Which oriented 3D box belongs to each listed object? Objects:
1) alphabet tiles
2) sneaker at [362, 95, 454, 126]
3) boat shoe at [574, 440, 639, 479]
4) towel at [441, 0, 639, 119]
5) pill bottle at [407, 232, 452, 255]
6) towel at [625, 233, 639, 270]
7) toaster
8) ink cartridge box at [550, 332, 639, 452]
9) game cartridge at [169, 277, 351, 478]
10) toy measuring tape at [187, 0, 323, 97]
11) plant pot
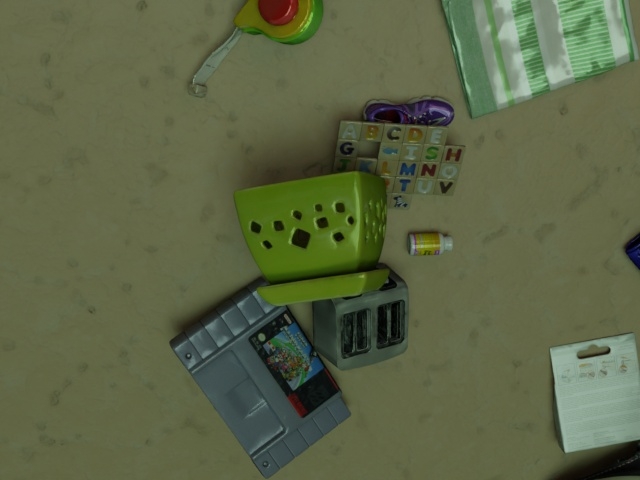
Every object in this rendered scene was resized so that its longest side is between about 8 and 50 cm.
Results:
[{"bbox_3d":[0.141,-0.134,1.664,0.237,0.009,0.198,3,133,-6],"label":"alphabet tiles"},{"bbox_3d":[0.163,-0.221,1.639,0.170,0.071,0.068,-4,112,-5],"label":"sneaker"},{"bbox_3d":[0.735,0.523,1.946,0.500,0.156,0.187,-19,117,15],"label":"boat shoe"},{"bbox_3d":[0.397,-0.383,1.616,0.324,0.038,0.248,-19,113,2],"label":"towel"},{"bbox_3d":[0.213,0.007,1.747,0.083,0.043,0.043,-2,111,-4],"label":"pill bottle"},{"bbox_3d":[0.788,0.055,1.803,0.227,0.076,0.308,-41,109,11],"label":"towel"},{"bbox_3d":[0.073,0.152,1.732,0.168,0.110,0.186,-11,114,-24],"label":"toaster"},{"bbox_3d":[0.587,0.321,1.914,0.189,0.066,0.232,-10,91,-1],"label":"ink cartridge box"},{"bbox_3d":[-0.109,0.274,1.782,0.230,0.068,0.355,-34,111,-7],"label":"game cartridge"},{"bbox_3d":[-0.093,-0.346,1.542,0.121,0.121,0.330,37,108,-17],"label":"toy measuring tape"},{"bbox_3d":[0.000,0.000,1.572,0.228,0.227,0.207,-9,88,16],"label":"plant pot"}]
